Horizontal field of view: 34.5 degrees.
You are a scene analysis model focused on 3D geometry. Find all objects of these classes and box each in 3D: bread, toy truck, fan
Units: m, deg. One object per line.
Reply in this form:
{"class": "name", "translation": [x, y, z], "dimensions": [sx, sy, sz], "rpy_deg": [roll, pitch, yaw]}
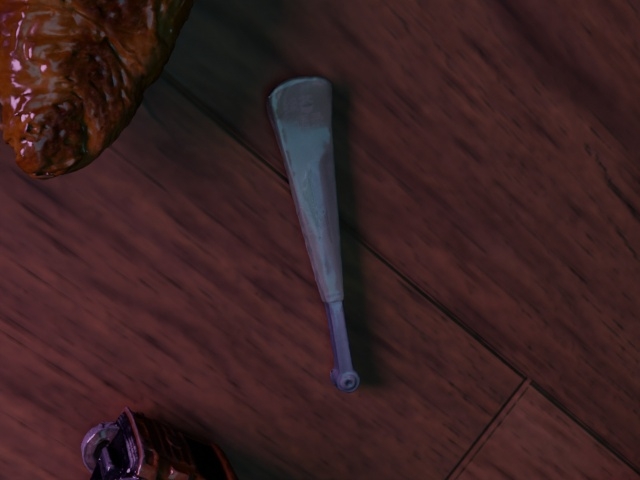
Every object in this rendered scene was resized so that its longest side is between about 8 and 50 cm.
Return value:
{"class": "bread", "translation": [-0.106, -0.142, 0.490], "dimensions": [0.104, 0.076, 0.233], "rpy_deg": [20, 89, -35]}
{"class": "toy truck", "translation": [-0.111, 0.197, 0.574], "dimensions": [0.092, 0.083, 0.192], "rpy_deg": [22, 97, -23]}
{"class": "fan", "translation": [0.000, 0.000, 0.600], "dimensions": [0.038, 0.016, 0.193], "rpy_deg": [-13, 107, -14]}
